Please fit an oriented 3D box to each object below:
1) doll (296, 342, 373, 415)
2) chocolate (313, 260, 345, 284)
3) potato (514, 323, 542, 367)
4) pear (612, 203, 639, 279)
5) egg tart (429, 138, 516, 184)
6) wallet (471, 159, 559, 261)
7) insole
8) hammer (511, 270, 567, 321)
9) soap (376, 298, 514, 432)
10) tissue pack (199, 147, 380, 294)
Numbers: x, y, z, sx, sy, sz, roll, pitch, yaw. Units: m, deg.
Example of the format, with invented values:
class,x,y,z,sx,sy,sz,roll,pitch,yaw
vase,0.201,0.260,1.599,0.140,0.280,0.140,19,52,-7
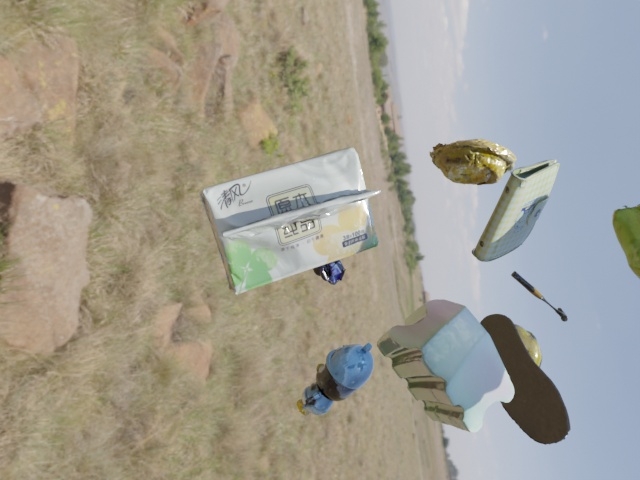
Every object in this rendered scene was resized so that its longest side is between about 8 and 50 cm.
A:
class,x,y,z,sx,sy,sz,roll,pitch,yaw
doll,0.051,0.418,1.578,0.141,0.314,0.177,51,21,20
chocolate,0.000,0.005,1.761,0.126,0.148,0.344,-65,147,-51
potato,0.459,0.304,1.295,0.154,0.200,0.137,25,27,-42
pear,0.956,0.023,1.451,0.286,0.176,0.282,98,-19,-89
egg tart,0.489,-0.244,1.666,0.279,0.278,0.095,48,49,-73
wallet,0.577,-0.088,1.511,0.077,0.223,0.310,50,-36,35
insole,0.404,0.270,1.059,0.328,0.111,0.007,-99,166,-53
hammer,0.658,0.165,1.550,0.201,0.021,0.078,43,17,14
soap,0.217,0.223,0.933,0.208,0.115,0.347,52,-9,13
tissue pack,-0.037,-0.029,0.735,0.145,0.229,0.159,-163,-123,-72
